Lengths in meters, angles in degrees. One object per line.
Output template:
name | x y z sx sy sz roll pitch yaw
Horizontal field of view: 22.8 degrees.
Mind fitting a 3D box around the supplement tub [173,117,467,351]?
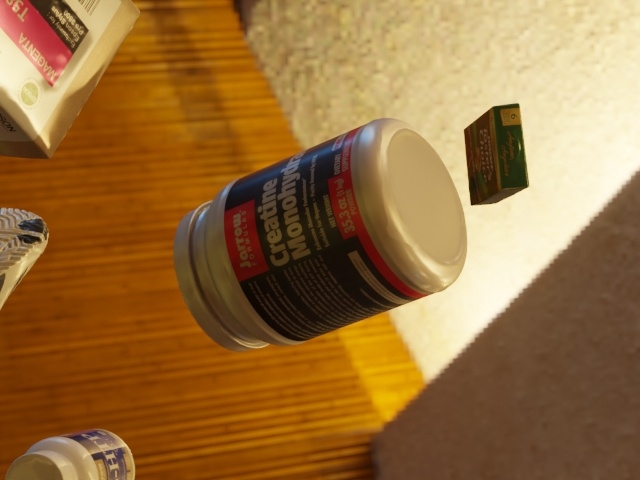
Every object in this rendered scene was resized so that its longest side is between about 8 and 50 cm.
supplement tub | 0.000 0.000 1.680 0.272 0.191 0.191 -22 -108 28

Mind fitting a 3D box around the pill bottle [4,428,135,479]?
pill bottle | -0.322 0.303 2.019 0.186 0.112 0.112 3 79 -73

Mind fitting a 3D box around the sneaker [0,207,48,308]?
sneaker | -0.351 0.082 1.539 0.094 0.235 0.153 24 -40 16

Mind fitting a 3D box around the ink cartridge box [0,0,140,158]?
ink cartridge box | -0.298 -0.220 1.483 0.088 0.235 0.193 8 -119 36

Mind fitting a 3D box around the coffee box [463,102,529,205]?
coffee box | 0.229 -0.111 2.083 0.184 0.040 0.113 150 -65 -82
